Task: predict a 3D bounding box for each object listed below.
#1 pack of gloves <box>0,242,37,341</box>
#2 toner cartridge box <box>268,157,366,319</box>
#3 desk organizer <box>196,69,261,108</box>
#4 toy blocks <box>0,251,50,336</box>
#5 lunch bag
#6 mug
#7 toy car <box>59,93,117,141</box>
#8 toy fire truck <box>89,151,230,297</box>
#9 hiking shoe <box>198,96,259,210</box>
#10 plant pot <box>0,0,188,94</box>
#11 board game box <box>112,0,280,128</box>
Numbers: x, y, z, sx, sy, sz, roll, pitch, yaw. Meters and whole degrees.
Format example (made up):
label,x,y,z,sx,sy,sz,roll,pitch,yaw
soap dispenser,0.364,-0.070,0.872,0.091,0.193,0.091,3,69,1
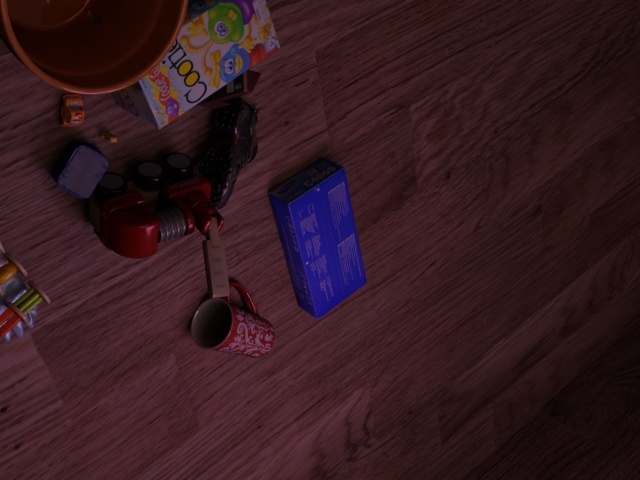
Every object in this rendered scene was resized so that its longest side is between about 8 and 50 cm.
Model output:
label,x,y,z,sx,sy,sz,roll,pitch,yaw
pack of gloves,-0.606,0.103,1.498,0.195,0.046,0.232,-35,123,-26
toner cartridge box,0.000,0.000,1.998,0.165,0.075,0.347,-36,134,-26
desk organizer,-0.170,-0.278,1.620,0.050,0.130,0.047,5,80,-50
toy blocks,-0.548,0.111,1.483,0.148,0.054,0.123,-44,127,-22
lunch bag,-0.415,-0.128,1.521,0.067,0.065,0.098,33,89,-33
mug,-0.174,0.181,1.911,0.169,0.113,0.150,28,94,-52
toy car,-0.391,-0.208,1.513,0.122,0.041,0.060,15,102,-48
toy fire truck,-0.269,-0.012,1.586,0.217,0.246,0.158,-22,141,-35
hiking shoe,-0.165,-0.161,1.716,0.114,0.086,0.226,16,89,-57
plant pot,-0.370,-0.385,1.304,0.291,0.203,0.290,-23,128,-32
board game box,-0.230,-0.338,1.518,0.275,0.142,0.144,-39,135,-22
